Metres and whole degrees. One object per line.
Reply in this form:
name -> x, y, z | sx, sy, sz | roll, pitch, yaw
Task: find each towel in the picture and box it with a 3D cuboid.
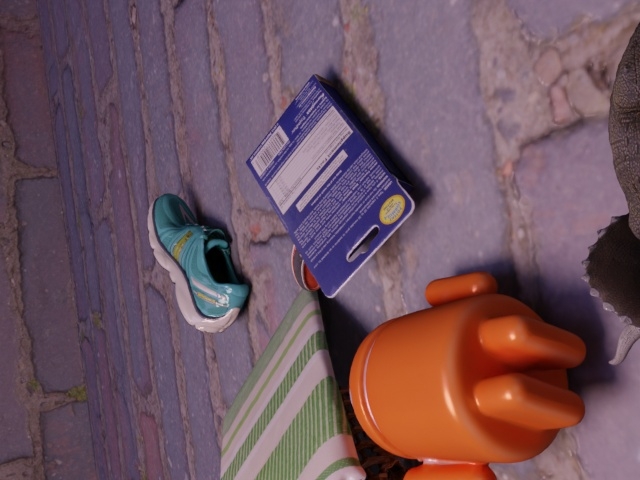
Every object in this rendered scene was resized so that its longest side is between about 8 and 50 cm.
towel -> -0.046, 0.220, 0.724 | 0.248, 0.038, 0.325 | -60, 17, 18

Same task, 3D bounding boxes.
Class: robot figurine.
robot figurine -> 0.106, 0.117, 0.539 | 0.219, 0.128, 0.158 | -28, 85, 57

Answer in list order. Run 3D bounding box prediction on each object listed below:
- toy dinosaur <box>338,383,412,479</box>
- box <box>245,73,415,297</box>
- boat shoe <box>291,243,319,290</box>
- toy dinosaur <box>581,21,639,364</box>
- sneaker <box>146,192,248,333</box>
toy dinosaur -> 0.063, 0.321, 0.681 | 0.218, 0.164, 0.322 | -17, 60, 45
box -> 0.010, -0.059, 0.707 | 0.136, 0.036, 0.225 | -48, 50, 22
boat shoe -> 0.000, 0.000, 0.773 | 0.043, 0.049, 0.137 | 33, 118, 49
toy dinosaur -> 0.211, -0.061, 0.343 | 0.160, 0.121, 0.314 | 4, 104, 45
sneaker -> -0.190, 0.018, 1.067 | 0.110, 0.107, 0.275 | -51, 56, 26
